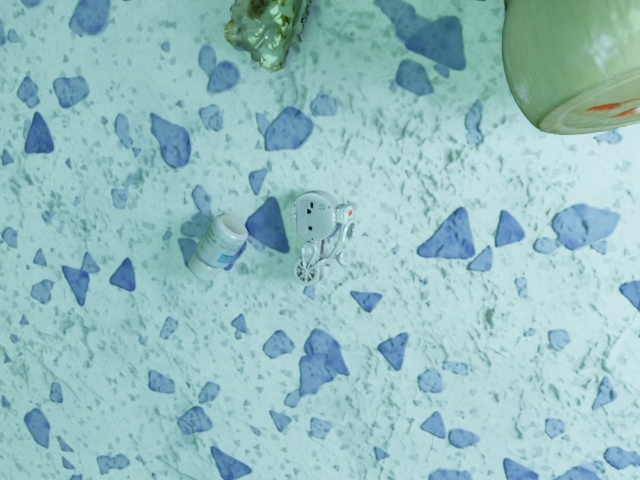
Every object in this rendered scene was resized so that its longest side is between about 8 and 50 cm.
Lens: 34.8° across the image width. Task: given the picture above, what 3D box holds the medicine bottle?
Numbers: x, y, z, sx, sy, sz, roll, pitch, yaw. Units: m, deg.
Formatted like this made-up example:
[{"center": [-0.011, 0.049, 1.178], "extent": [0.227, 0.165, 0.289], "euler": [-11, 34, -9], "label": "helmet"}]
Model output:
[{"center": [-0.142, 0.010, 1.406], "extent": [0.052, 0.052, 0.089], "euler": [41, 116, 6], "label": "medicine bottle"}]

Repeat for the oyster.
[{"center": [-0.055, -0.292, 1.285], "extent": [0.103, 0.051, 0.148], "euler": [37, 124, -5], "label": "oyster"}]

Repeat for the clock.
[{"center": [0.000, 0.000, 1.353], "extent": [0.087, 0.041, 0.129], "euler": [12, 104, 22], "label": "clock"}]

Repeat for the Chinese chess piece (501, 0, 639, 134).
[{"center": [0.344, -0.213, 0.994], "extent": [0.338, 0.338, 0.141], "euler": [-16, 83, 25], "label": "Chinese chess piece"}]
